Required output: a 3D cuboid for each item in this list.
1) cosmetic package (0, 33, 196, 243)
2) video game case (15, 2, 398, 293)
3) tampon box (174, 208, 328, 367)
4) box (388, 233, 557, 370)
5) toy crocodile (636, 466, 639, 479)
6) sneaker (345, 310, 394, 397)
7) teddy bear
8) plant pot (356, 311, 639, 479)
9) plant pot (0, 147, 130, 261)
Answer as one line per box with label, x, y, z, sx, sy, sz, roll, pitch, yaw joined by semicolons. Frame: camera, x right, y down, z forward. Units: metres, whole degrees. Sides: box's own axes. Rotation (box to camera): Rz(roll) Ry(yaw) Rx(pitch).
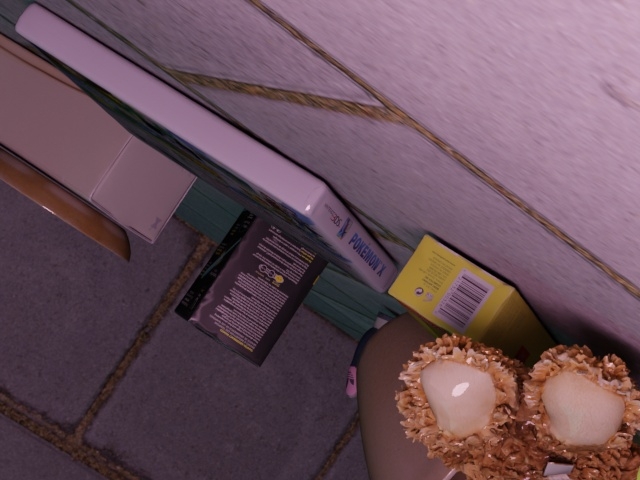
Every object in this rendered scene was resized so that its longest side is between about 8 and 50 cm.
cosmetic package;-0.310;-0.132;2.045;0.309;0.113;0.160;31;175;28
video game case;-0.095;-0.079;1.591;0.329;0.036;0.300;33;176;20
tampon box;-0.076;0.048;1.988;0.101;0.161;0.120;35;176;-12
box;0.129;0.067;1.391;0.087;0.058;0.232;33;175;21
toy crocodile;0.286;0.177;1.148;0.115;0.105;0.340;32;176;26
sneaker;0.177;0.229;2.310;0.319;0.131;0.112;34;175;-4
teddy bear;0.177;0.141;1.315;0.245;0.113;0.338;-10;152;31
plant pot;0.143;0.189;1.640;0.256;0.256;0.274;37;-170;-36
plant pot;-0.315;-0.051;2.031;0.236;0.032;0.236;33;176;3
